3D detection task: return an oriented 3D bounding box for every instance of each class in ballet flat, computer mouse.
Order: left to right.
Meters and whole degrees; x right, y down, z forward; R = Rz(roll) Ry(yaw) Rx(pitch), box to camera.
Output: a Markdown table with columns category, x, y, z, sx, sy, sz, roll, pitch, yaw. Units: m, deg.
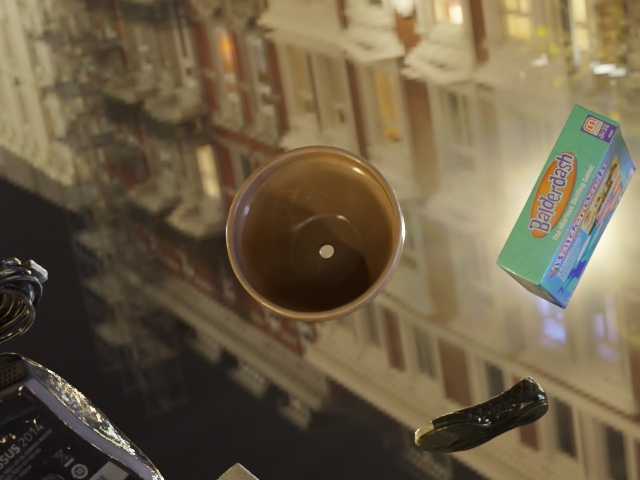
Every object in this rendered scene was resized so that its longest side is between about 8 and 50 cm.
| category | x | y | z | sx | sy | sz | roll | pitch | yaw |
| --- | --- | --- | --- | --- | --- | --- | --- | --- | --- |
| computer mouse | -0.216 | 0.152 | 1.178 | 0.188 | 0.272 | 0.072 | -39 | -161 | 4 |
| ballet flat | 0.187 | 0.208 | 1.814 | 0.173 | 0.057 | 0.049 | -16 | -133 | -18 |

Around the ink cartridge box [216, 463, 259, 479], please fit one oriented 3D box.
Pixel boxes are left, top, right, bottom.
| category | x | y | z | sx | sy | sz | roll | pitch | yaw |
| --- | --- | --- | --- | --- | --- | --- | --- | --- | --- |
| ink cartridge box | -0.022 | 0.311 | 1.359 | 0.086 | 0.148 | 0.203 | -40 | -137 | -19 |

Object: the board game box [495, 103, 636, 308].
| category | x | y | z | sx | sy | sz | roll | pitch | yaw |
| --- | --- | --- | --- | --- | --- | --- | --- | --- | --- |
| board game box | 0.233 | -0.026 | 1.438 | 0.047 | 0.160 | 0.210 | 27 | 179 | 17 |

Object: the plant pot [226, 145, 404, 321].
| category | x | y | z | sx | sy | sz | roll | pitch | yaw |
| --- | --- | --- | --- | --- | --- | --- | --- | --- | --- |
| plant pot | 0.000 | 0.000 | 2.070 | 0.237 | 0.237 | 0.110 | -6 | 164 | 10 |
